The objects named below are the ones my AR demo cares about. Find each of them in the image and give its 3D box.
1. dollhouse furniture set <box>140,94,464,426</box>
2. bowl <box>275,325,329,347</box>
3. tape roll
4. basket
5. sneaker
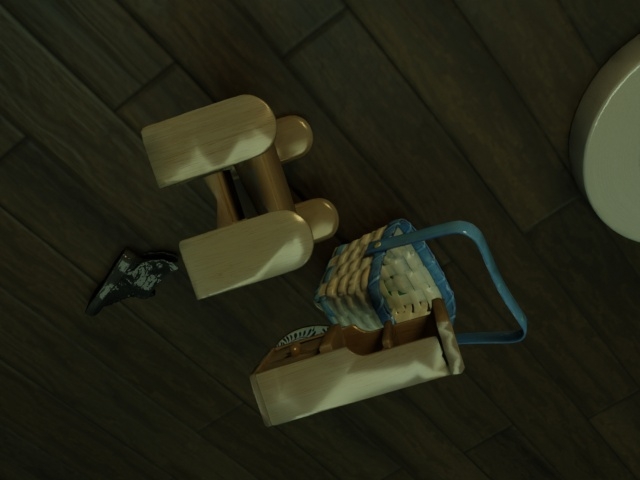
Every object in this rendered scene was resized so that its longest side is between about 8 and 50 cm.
[{"bbox_3d":[0.000,0.000,1.004,0.257,0.362,0.393,-17,93,7],"label":"dollhouse furniture set"},{"bbox_3d":[-0.004,0.245,1.419,0.170,0.080,0.170,-3,124,-5],"label":"bowl"},{"bbox_3d":[0.591,-0.168,1.224,0.393,0.072,0.391,-3,123,-4],"label":"tape roll"},{"bbox_3d":[0.155,0.083,1.241,0.289,0.201,0.254,-6,130,35],"label":"basket"},{"bbox_3d":[-0.312,0.077,1.289,0.089,0.051,0.170,31,111,-19],"label":"sneaker"}]
